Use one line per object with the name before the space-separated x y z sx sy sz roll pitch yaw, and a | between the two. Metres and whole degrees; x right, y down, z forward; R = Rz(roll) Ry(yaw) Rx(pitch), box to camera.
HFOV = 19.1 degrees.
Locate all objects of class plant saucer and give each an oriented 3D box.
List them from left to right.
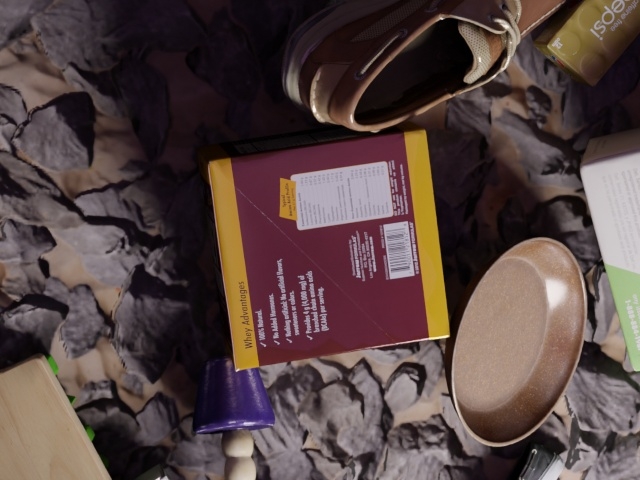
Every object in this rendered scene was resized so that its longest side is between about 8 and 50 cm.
plant saucer | 0.173 0.090 1.756 0.199 0.036 0.198 -18 116 -44

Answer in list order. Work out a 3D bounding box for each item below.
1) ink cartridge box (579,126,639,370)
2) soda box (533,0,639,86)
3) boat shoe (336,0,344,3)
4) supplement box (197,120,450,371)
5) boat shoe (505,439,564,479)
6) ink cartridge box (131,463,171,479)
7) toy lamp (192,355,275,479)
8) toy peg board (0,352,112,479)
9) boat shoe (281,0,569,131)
ink cartridge box | 0.432 -0.028 1.715 0.353 0.119 0.207 -13 101 17
soda box | 0.280 -0.229 1.754 0.061 0.058 0.181 40 92 -11
boat shoe | 0.071 -0.282 1.709 0.070 0.078 0.219 19 94 -9
supplement box | 0.000 0.000 1.714 0.194 0.129 0.191 -8 100 -6
boat shoe | 0.175 0.253 1.818 0.040 0.049 0.142 40 85 -5
ink cartridge box | -0.154 0.291 1.772 0.099 0.056 0.135 -31 101 -4
toy lamp | -0.072 0.243 1.737 0.080 0.080 0.274 -4 78 -7
toy peg board | -0.279 0.194 1.743 0.161 0.079 0.161 -24 100 12
boat shoe | 0.125 -0.183 1.680 0.324 0.116 0.123 -31 133 -14
